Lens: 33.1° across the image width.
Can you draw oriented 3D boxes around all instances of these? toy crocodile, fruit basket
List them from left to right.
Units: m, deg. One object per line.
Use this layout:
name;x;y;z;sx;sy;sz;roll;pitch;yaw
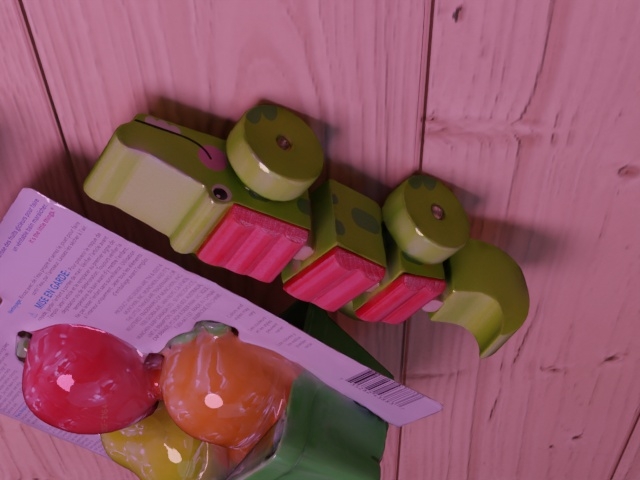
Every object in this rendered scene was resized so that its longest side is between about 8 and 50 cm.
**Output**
fruit basket;-0.129;0.109;0.882;0.353;0.165;0.327;32;138;-14
toy crocodile;0.000;0.000;0.766;0.341;0.105;0.115;21;136;-29
